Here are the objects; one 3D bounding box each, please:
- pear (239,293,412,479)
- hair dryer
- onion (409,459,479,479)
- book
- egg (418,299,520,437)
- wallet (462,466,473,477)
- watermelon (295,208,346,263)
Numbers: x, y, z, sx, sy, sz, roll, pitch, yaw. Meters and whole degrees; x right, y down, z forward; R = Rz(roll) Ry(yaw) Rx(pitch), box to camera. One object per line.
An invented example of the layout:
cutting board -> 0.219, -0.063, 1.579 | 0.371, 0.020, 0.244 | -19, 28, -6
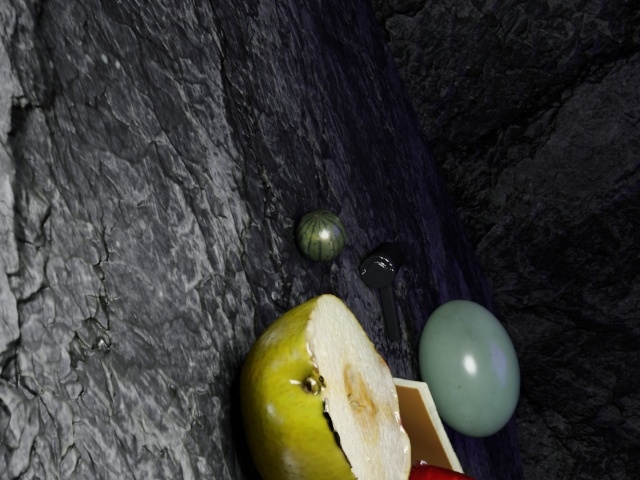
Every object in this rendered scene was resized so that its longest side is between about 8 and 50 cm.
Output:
pear -> -0.012, 0.270, 1.407 | 0.386, 0.191, 0.340 | 43, 31, -59
hair dryer -> 0.171, 0.139, 2.330 | 0.197, 0.089, 0.251 | -44, 127, -73
onion -> 0.193, 0.547, 1.579 | 0.341, 0.341, 0.341 | -16, 90, -73
book -> 0.154, 0.402, 1.754 | 0.028, 0.263, 0.373 | -44, 121, -36
egg -> 0.416, 0.357, 2.541 | 0.276, 0.276, 0.388 | 8, 67, -72
wallet -> 0.311, 0.698, 2.115 | 0.044, 0.170, 0.321 | 27, 40, -21
watermelon -> 0.000, 0.000, 1.852 | 0.105, 0.105, 0.133 | -82, 174, -53
